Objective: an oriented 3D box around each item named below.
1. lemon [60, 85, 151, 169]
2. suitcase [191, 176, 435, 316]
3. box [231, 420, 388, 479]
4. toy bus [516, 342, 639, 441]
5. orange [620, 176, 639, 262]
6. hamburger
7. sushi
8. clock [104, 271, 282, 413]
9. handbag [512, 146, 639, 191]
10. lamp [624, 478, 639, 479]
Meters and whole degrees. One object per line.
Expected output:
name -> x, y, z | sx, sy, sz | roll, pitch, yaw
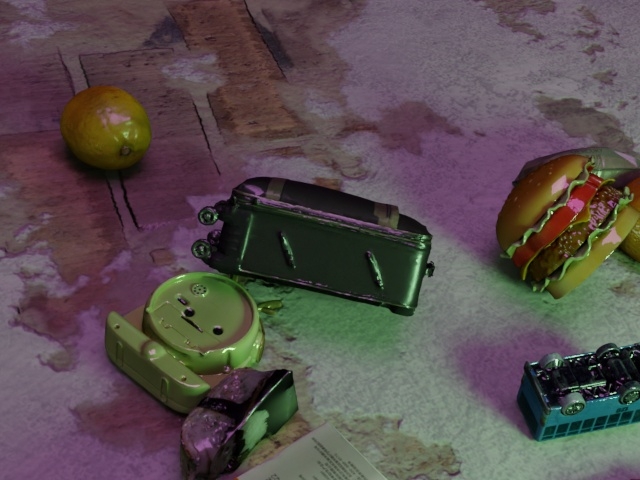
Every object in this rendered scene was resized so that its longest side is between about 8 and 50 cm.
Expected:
lemon -> -0.442, -0.234, 2.135 | 0.170, 0.170, 0.207 | -27, 49, -33
suitcase -> 0.000, 0.000, 1.915 | 0.433, 0.194, 0.283 | 14, 6, 0
box -> -0.083, 0.441, 1.465 | 0.341, 0.225, 0.143 | -27, 53, -34
toy bus -> 0.477, 0.268, 1.829 | 0.233, 0.134, 0.116 | -8, 45, -12
orange -> 0.726, -0.044, 2.179 | 0.224, 0.170, 0.224 | 6, 46, -6
hamburger -> 0.468, -0.043, 2.036 | 0.212, 0.274, 0.274 | 44, 49, 2
sushi -> -0.161, 0.300, 1.680 | 0.109, 0.134, 0.273 | 31, 56, 27
clock -> -0.209, 0.150, 1.834 | 0.235, 0.096, 0.308 | 32, 46, 22
handbag -> 0.561, -0.142, 2.274 | 0.270, 0.182, 0.117 | -3, 88, -17
lamp -> 0.592, 0.431, 1.701 | 0.253, 0.118, 0.118 | -5, 46, -15
